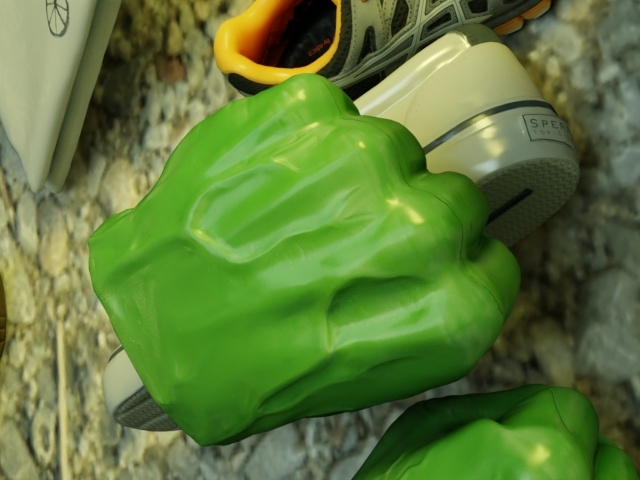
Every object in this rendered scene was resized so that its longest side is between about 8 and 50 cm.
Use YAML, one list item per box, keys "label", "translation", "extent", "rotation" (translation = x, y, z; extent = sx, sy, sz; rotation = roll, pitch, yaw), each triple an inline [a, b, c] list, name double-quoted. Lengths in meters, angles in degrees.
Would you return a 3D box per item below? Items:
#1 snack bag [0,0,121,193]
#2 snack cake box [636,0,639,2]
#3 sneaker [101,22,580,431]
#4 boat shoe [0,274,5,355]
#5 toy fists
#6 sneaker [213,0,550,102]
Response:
- label: "snack bag"
  translation: [-0.182, -0.246, 0.828]
  extent: [0.342, 0.037, 0.323]
  rotation: [59, 146, 25]
- label: "snack cake box"
  translation: [0.116, -0.153, 0.519]
  extent: [0.089, 0.264, 0.152]
  rotation: [-43, 60, 27]
- label: "sneaker"
  translation: [0.000, 0.000, 0.719]
  extent: [0.258, 0.094, 0.091]
  rotation: [-33, 56, 22]
- label: "boat shoe"
  translation: [-0.219, 0.078, 0.900]
  extent: [0.048, 0.056, 0.153]
  rotation: [14, 101, 35]
- label: "toy fists"
  translation: [0.035, 0.068, 0.615]
  extent: [0.142, 0.096, 0.279]
  rotation: [-27, 94, 30]
- label: "sneaker"
  translation: [0.041, -0.122, 0.695]
  extent: [0.215, 0.083, 0.084]
  rotation: [-43, 59, 26]
